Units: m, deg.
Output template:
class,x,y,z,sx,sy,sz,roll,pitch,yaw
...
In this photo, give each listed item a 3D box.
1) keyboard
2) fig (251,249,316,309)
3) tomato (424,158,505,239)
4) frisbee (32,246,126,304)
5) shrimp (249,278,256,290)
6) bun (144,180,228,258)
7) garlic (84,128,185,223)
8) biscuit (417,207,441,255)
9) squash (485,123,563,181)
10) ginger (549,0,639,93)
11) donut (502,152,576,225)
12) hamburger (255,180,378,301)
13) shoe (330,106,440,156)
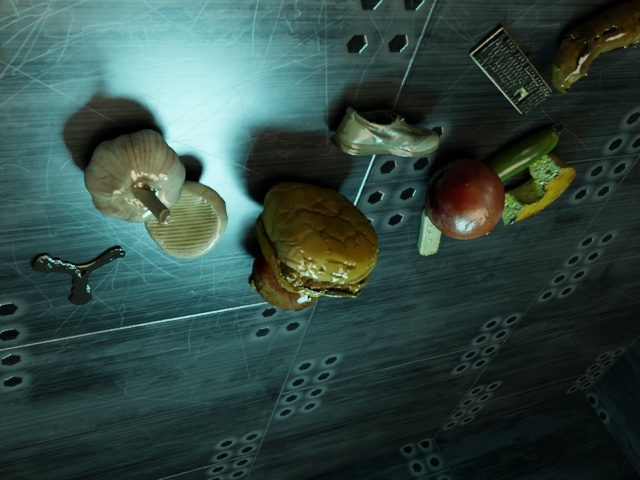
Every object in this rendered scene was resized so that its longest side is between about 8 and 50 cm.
class,x,y,z,sx,sy,sz,roll,pitch,yaw
keyboard,0.459,-0.394,1.729,0.106,0.027,0.317,-41,143,19
fig,-0.070,0.079,1.858,0.205,0.205,0.205,-18,144,-14
tomato,0.367,-0.107,1.882,0.208,0.208,0.184,-42,134,19
frisbee,-0.530,0.063,1.662,0.187,0.012,0.211,-29,144,1
shrimp,-0.102,0.101,1.981,0.184,0.043,0.091,-12,150,-11
bun,-0.289,-0.055,1.594,0.183,0.102,0.183,0,114,0
garlic,-0.339,-0.087,1.406,0.199,0.226,0.199,-19,136,-19
biscuit,0.310,-0.027,2.081,0.056,0.052,0.188,-5,142,-4
squash,0.518,-0.213,1.961,0.318,0.071,0.080,-34,148,10
ginger,0.664,-0.469,1.705,0.309,0.107,0.133,-33,131,2
donut,0.623,-0.150,2.076,0.152,0.101,0.259,-10,147,-38
hamburger,0.000,0.000,1.700,0.318,0.319,0.158,4,138,-38
shoe,0.157,-0.247,1.654,0.274,0.103,0.098,-4,127,-32
